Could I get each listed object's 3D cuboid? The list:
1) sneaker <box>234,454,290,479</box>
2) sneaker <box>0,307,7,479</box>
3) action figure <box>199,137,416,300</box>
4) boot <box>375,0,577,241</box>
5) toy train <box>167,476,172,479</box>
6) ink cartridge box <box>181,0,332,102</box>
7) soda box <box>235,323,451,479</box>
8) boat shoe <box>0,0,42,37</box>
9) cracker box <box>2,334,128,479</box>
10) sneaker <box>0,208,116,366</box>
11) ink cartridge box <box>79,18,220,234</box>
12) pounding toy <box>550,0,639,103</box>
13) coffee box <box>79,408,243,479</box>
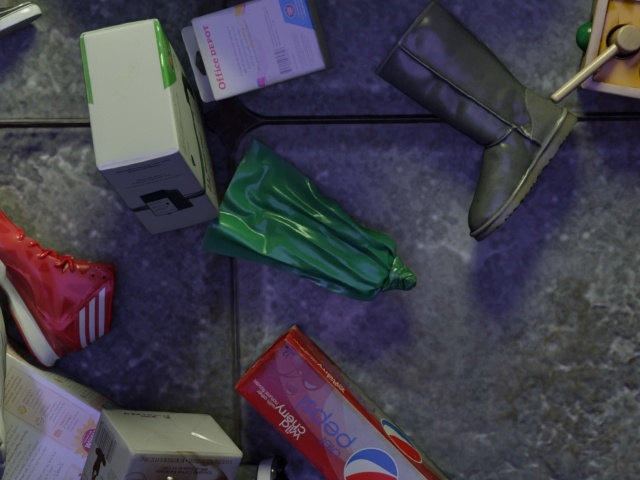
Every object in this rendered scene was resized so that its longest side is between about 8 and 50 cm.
[{"bbox_3d":[-0.088,0.359,1.639,0.106,0.078,0.234,0,96,11],"label":"sneaker"},{"bbox_3d":[-0.377,0.159,1.558,0.111,0.129,0.297,10,113,1],"label":"sneaker"},{"bbox_3d":[0.000,0.000,1.589,0.232,0.063,0.137,27,97,5],"label":"action figure"},{"bbox_3d":[0.148,-0.128,1.555,0.208,0.076,0.190,35,85,-7],"label":"boot"},{"bbox_3d":[-0.122,0.350,1.525,0.105,0.143,0.248,32,116,42],"label":"toy train"},{"bbox_3d":[-0.070,-0.210,1.556,0.143,0.090,0.092,-15,95,8],"label":"ink cartridge box"},{"bbox_3d":[0.029,0.218,1.599,0.263,0.092,0.083,45,100,-1],"label":"soda box"},{"bbox_3d":[-0.380,-0.239,1.602,0.142,0.049,0.040,-21,94,10],"label":"boat shoe"},{"bbox_3d":[-0.326,0.225,1.645,0.232,0.067,0.156,32,97,0],"label":"cracker box"},{"bbox_3d":[-0.305,0.021,1.621,0.128,0.087,0.221,-25,106,-1],"label":"sneaker"},{"bbox_3d":[-0.175,-0.113,1.500,0.086,0.208,0.153,-12,72,4],"label":"ink cartridge box"},{"bbox_3d":[0.321,-0.198,1.516,0.141,0.100,0.130,11,98,4],"label":"pounding toy"},{"bbox_3d":[-0.197,0.318,1.585,0.141,0.098,0.247,8,109,-34],"label":"coffee box"}]
